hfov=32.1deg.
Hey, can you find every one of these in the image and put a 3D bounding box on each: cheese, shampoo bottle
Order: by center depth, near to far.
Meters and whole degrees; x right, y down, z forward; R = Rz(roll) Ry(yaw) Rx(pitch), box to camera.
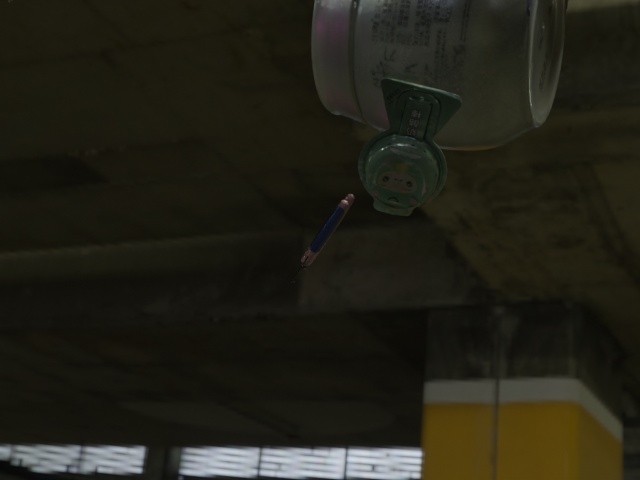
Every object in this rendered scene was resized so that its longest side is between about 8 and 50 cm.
[{"bbox_3d":[0.063,-0.065,0.819,0.067,0.026,0.121,14,-47,4],"label":"cheese"},{"bbox_3d":[0.139,-0.246,1.301,0.266,0.273,0.273,10,-18,22],"label":"shampoo bottle"}]

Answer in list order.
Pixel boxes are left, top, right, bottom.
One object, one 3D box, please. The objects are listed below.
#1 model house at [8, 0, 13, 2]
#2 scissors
[{"bbox_3d":[-0.239,-0.306,0.716,0.323,0.300,0.340,32,-27,29],"label":"model house"},{"bbox_3d":[0.000,0.000,1.155,0.012,0.113,0.039,35,20,3],"label":"scissors"}]
